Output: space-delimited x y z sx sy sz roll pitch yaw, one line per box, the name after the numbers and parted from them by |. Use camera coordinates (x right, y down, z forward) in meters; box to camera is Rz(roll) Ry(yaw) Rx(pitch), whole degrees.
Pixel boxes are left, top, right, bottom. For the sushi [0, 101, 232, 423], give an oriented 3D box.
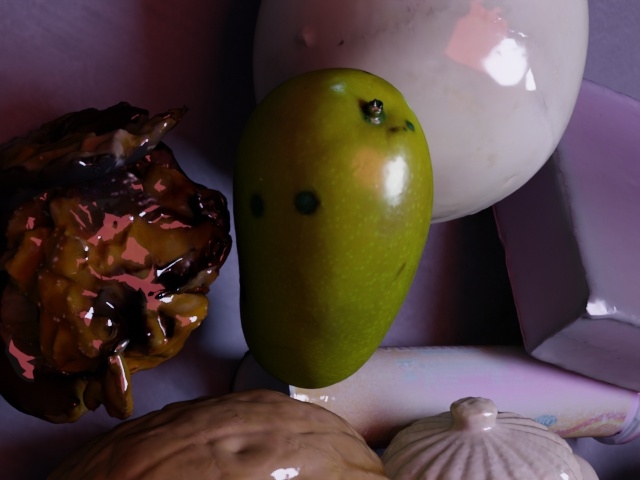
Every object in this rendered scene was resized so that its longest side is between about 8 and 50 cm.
-0.171 0.013 1.292 0.213 0.200 0.204 -33 108 -35 | sushi

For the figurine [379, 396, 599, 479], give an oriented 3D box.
0.128 0.302 1.424 0.204 0.185 0.332 42 55 -71 | figurine

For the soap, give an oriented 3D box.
0.295 -0.005 1.631 0.285 0.107 0.296 19 47 -34 | soap

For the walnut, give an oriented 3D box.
-0.082 0.243 1.283 0.313 0.277 0.252 -8 88 -35 | walnut

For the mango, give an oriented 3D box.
0.000 0.000 1.307 0.143 0.293 0.175 -8 45 -23 | mango

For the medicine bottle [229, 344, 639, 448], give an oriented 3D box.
0.118 0.141 1.558 0.426 0.108 0.108 2 84 -35 | medicine bottle

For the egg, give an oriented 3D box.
0.088 -0.187 1.455 0.283 0.283 0.345 26 62 -32 | egg
